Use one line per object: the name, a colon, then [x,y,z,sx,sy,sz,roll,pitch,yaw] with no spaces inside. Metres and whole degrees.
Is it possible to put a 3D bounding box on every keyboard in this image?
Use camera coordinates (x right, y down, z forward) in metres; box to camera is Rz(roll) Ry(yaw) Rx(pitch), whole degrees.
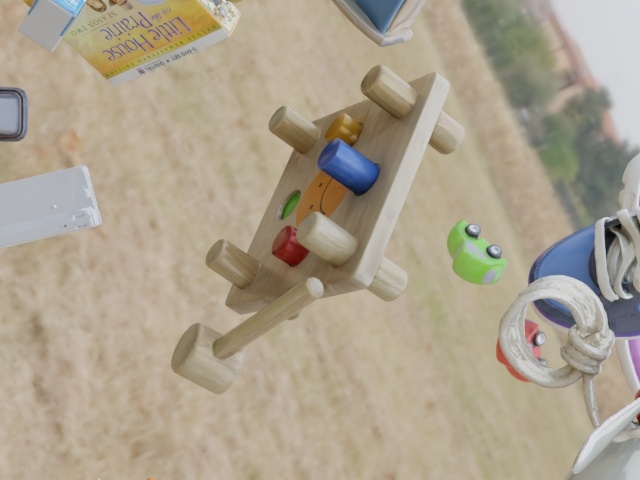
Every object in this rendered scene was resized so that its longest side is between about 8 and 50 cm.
keyboard: [-0.383,-0.024,1.500,0.014,0.256,0.072,-70,147,-86]

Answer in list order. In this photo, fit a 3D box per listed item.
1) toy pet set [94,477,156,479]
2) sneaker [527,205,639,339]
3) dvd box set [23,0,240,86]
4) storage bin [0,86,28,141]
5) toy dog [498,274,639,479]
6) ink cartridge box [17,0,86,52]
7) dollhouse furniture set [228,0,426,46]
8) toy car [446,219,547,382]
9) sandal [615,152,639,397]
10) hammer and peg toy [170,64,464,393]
toy pet set: [-0.272,0.375,1.779,0.114,0.122,0.065,45,16,-37]
sneaker: [0.318,-0.011,1.149,0.236,0.322,0.130,45,42,-58]
dvd box set: [-0.375,-0.444,2.126,0.420,0.307,0.062,45,49,-32]
storage bin: [-0.527,-0.188,1.999,0.091,0.135,0.098,-26,118,-81]
toy dog: [0.242,0.201,1.012,0.161,0.220,0.334,-86,180,-68]
ink cartridge box: [-0.306,-0.303,1.588,0.052,0.088,0.122,32,54,-15]
dollhouse furniture set: [-0.044,-0.309,1.178,0.303,0.198,0.286,-18,63,-42]
toy car: [0.245,0.065,1.784,0.225,0.053,0.239,45,-40,21]
sandal: [0.513,0.073,1.926,0.102,0.169,0.416,0,-81,58]
hammer and peg toy: [0.000,0.000,1.366,0.127,0.266,0.361,35,63,-25]
